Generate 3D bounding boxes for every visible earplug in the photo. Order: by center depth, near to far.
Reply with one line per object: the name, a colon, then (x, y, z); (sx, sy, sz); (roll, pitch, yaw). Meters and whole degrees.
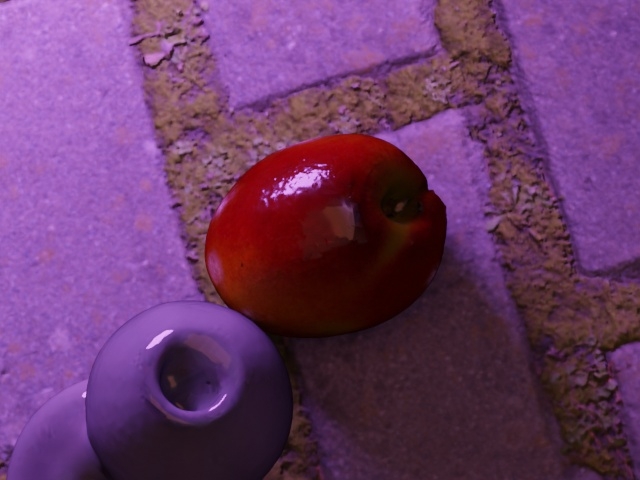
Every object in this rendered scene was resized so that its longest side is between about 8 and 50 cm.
earplug: (-0.154, 0.188, 1.352); (0.214, 0.175, 0.325); (42, 118, 7)

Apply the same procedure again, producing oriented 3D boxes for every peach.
peach: (0.000, 0.000, 1.399); (0.190, 0.226, 0.196); (44, 47, -23)
